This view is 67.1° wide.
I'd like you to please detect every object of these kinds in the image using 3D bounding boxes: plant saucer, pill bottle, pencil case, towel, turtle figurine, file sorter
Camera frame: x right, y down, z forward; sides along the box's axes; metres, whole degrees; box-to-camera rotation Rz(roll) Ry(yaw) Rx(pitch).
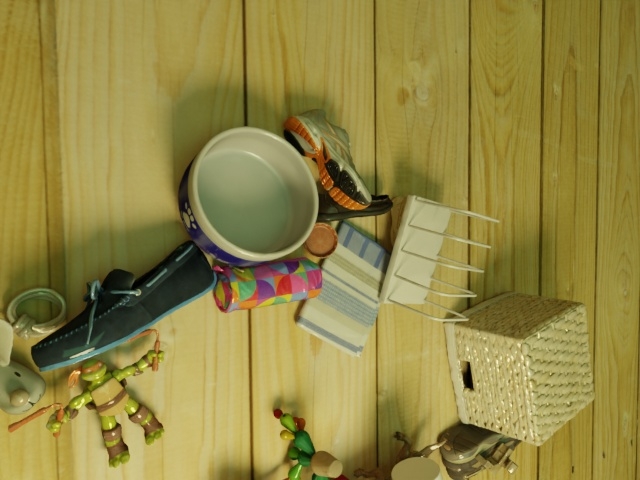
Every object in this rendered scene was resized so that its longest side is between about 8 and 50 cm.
[{"bbox_3d":[0.000,0.000,1.135,0.083,0.013,0.084,1,87,-13],"label":"plant saucer"},{"bbox_3d":[0.241,0.650,1.099,0.152,0.152,0.272,-17,98,-31],"label":"pill bottle"},{"bbox_3d":[-0.112,0.091,1.030,0.236,0.104,0.105,-4,94,-35],"label":"pencil case"},{"bbox_3d":[0.070,0.123,1.189,0.209,0.034,0.285,32,73,-28],"label":"towel"},{"bbox_3d":[-0.386,0.295,0.863,0.269,0.087,0.217,-36,120,-40],"label":"turtle figurine"},{"bbox_3d":[0.301,0.050,1.204,0.192,0.173,0.278,9,99,-45],"label":"file sorter"}]

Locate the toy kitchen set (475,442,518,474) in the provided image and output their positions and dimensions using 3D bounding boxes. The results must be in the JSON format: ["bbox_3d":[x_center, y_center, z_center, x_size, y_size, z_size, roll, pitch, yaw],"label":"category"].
[{"bbox_3d":[0.493,0.602,1.329,0.083,0.068,0.075,-50,120,-6],"label":"toy kitchen set"}]

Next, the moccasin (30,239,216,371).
[{"bbox_3d":[-0.349,0.102,0.860,0.342,0.137,0.117,-34,109,-48],"label":"moccasin"}]

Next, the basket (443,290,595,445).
[{"bbox_3d":[0.580,0.351,1.396,0.331,0.266,0.328,-17,100,-33],"label":"basket"}]

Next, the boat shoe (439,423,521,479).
[{"bbox_3d":[0.499,0.602,1.448,0.355,0.132,0.130,-11,108,-24],"label":"boat shoe"}]

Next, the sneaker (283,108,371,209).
[{"bbox_3d":[0.042,-0.193,1.091,0.121,0.099,0.262,-41,95,-34],"label":"sneaker"}]

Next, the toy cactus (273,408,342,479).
[{"bbox_3d":[-0.028,0.478,1.051,0.112,0.180,0.219,-15,90,-37],"label":"toy cactus"}]

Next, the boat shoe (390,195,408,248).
[{"bbox_3d":[0.222,-0.032,1.264,0.063,0.059,0.170,-12,98,-32],"label":"boat shoe"}]

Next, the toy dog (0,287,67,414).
[{"bbox_3d":[-0.553,0.146,0.704,0.333,0.161,0.220,26,78,-31],"label":"toy dog"}]

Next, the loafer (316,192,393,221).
[{"bbox_3d":[0.083,-0.094,1.158,0.220,0.080,0.078,-11,98,-32],"label":"loafer"}]

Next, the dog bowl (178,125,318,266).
[{"bbox_3d":[-0.141,-0.084,0.962,0.264,0.104,0.265,10,72,-30],"label":"dog bowl"}]

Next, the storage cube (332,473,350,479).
[{"bbox_3d":[0.048,0.698,1.093,0.193,0.215,0.184,-20,107,-34],"label":"storage cube"}]

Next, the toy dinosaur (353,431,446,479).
[{"bbox_3d":[0.219,0.641,1.257,0.295,0.127,0.200,-32,109,-32],"label":"toy dinosaur"}]
